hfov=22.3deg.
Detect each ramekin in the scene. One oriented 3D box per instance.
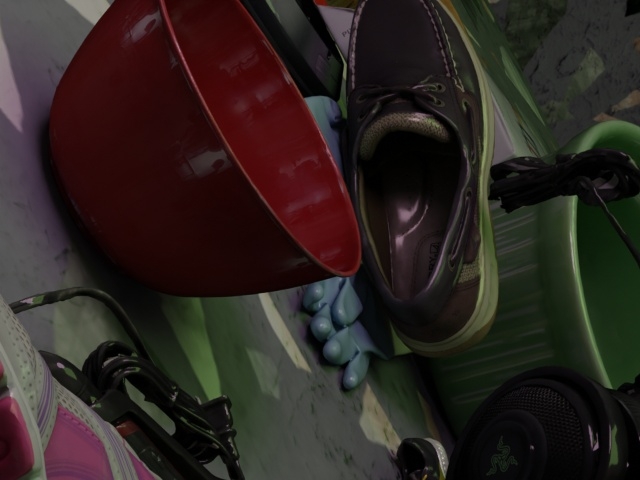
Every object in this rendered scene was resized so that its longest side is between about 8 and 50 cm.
[{"bbox_3d":[0.210,0.071,1.273,0.303,0.148,0.303,29,52,-45],"label":"ramekin"}]

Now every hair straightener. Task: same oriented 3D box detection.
[{"bbox_3d":[-0.061,0.096,0.682,0.230,0.047,0.089,47,19,-31],"label":"hair straightener"}]

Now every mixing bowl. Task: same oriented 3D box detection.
[{"bbox_3d":[-0.067,-0.042,0.788,0.181,0.098,0.181,56,15,-23],"label":"mixing bowl"}]

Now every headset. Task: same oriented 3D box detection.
[{"bbox_3d":[0.173,0.140,1.025,0.243,0.185,0.394,-1,90,-38],"label":"headset"}]

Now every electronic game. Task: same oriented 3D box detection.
[{"bbox_3d":[-0.049,-0.204,1.259,0.229,0.048,0.229,57,7,-11],"label":"electronic game"}]

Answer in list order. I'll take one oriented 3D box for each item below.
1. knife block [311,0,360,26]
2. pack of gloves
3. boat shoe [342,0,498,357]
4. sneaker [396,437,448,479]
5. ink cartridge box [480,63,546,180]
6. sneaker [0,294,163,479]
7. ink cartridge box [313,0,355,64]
[{"bbox_3d":[-0.037,-0.325,1.432,0.242,0.088,0.276,54,2,13],"label":"knife block"},{"bbox_3d":[0.000,0.000,1.099,0.232,0.046,0.195,-15,89,-73],"label":"pack of gloves"},{"bbox_3d":[0.065,-0.065,1.121,0.092,0.103,0.285,51,33,-62],"label":"boat shoe"},{"bbox_3d":[0.069,0.161,1.029,0.035,0.031,0.083,23,35,-47],"label":"sneaker"},{"bbox_3d":[0.130,-0.054,1.436,0.176,0.128,0.127,43,22,-51],"label":"ink cartridge box"},{"bbox_3d":[-0.095,0.091,0.468,0.111,0.103,0.252,-74,140,-76],"label":"sneaker"},{"bbox_3d":[0.052,-0.140,1.321,0.145,0.045,0.179,51,14,-50],"label":"ink cartridge box"}]
